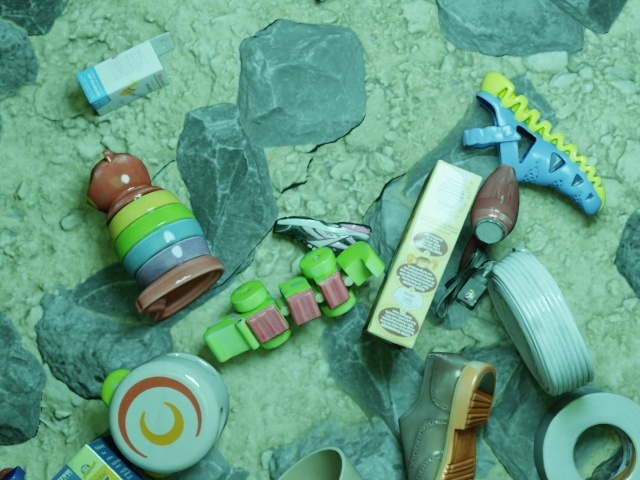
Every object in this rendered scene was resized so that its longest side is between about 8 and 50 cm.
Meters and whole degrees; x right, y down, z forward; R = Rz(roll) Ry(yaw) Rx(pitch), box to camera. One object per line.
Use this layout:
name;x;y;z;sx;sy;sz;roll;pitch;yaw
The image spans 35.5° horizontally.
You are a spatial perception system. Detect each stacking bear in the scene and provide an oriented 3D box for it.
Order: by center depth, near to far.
stacking bear;-0.309;-0.026;1.765;0.164;0.175;0.289;-34;78;-2

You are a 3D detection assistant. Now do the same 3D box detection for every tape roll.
tape roll;0.494;0.378;1.776;0.219;0.072;0.219;0;84;0

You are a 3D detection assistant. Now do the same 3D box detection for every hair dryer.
hair dryer;0.268;-0.009;1.737;0.080;0.223;0.293;29;80;-5

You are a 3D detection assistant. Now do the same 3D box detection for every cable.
cable;0.371;0.141;1.705;0.089;0.257;0.257;-25;91;1

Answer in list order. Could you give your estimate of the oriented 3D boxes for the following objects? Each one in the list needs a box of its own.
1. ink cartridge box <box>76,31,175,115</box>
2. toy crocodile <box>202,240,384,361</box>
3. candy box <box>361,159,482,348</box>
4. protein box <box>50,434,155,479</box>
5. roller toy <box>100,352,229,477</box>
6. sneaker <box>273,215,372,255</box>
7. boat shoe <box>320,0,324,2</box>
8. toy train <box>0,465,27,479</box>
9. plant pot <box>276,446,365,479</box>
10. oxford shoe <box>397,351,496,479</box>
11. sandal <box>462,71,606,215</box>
ink cartridge box;-0.338;-0.300;1.812;0.181;0.104;0.061;-27;86;-3
toy crocodile;-0.045;0.110;1.757;0.341;0.105;0.115;-27;113;-3
candy box;0.173;0.030;1.749;0.088;0.183;0.316;24;84;2
protein box;-0.351;0.452;1.687;0.201;0.200;0.136;44;85;4
roller toy;-0.257;0.296;1.732;0.191;0.146;0.209;-22;91;6
sneaker;0.000;0.000;1.809;0.178;0.072;0.077;8;95;5
boat shoe;0.100;-0.565;1.845;0.306;0.113;0.105;-33;100;5
toy train;-0.580;0.523;1.733;0.248;0.105;0.143;-41;100;-5
plant pot;0.039;0.535;1.685;0.256;0.256;0.274;-46;104;-5
oxford shoe;0.198;0.374;1.766;0.133;0.130;0.363;18;91;33
sandal;0.378;-0.153;1.813;0.317;0.126;0.138;45;93;10
